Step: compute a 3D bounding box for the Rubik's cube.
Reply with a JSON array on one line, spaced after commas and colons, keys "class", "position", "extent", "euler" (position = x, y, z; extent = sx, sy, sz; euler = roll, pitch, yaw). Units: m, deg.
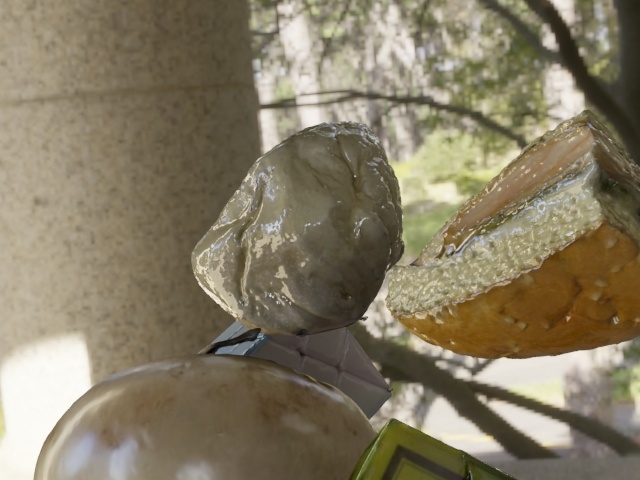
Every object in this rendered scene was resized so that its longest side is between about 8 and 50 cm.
[{"class": "Rubik's cube", "position": [-0.066, 0.237, 1.727], "extent": [0.231, 0.221, 0.225], "euler": [-42, 12, -34]}]

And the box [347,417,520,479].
[{"class": "box", "position": [0.108, 0.157, 0.458], "extent": [0.220, 0.064, 0.141], "euler": [25, -15, 6]}]

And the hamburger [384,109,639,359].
[{"class": "hamburger", "position": [0.153, 0.033, 0.753], "extent": [0.208, 0.155, 0.135], "euler": [-34, 22, 23]}]

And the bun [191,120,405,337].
[{"class": "bun", "position": [-0.009, 0.007, 1.263], "extent": [0.281, 0.205, 0.281], "euler": [-45, -12, -12]}]

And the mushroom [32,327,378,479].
[{"class": "mushroom", "position": [-0.096, 0.235, 1.071], "extent": [0.363, 0.362, 0.294], "euler": [-4, 47, 9]}]
